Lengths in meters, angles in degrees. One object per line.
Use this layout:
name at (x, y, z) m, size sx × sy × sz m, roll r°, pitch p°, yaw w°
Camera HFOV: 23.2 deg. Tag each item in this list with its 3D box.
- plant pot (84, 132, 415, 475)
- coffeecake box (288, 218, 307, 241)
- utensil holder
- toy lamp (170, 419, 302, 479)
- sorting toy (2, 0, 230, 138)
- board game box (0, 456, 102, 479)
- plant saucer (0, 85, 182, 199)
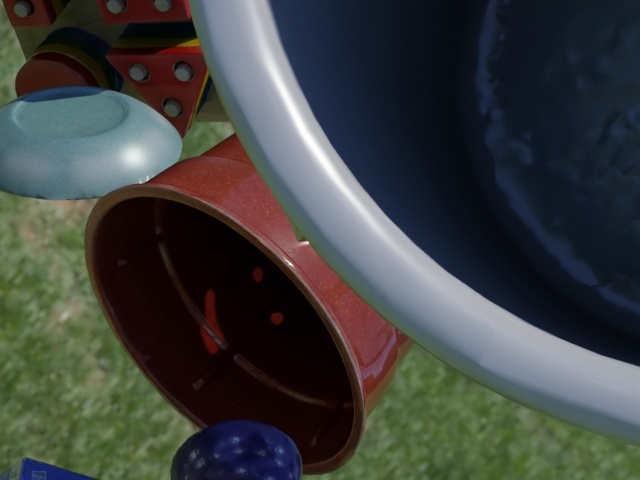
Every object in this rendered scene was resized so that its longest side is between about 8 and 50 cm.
plant pot at (0.000, 0.000, 1.253) m, size 0.272 × 0.272 × 0.265 m, roll 44°, pitch 54°, yaw 4°
coffeecake box at (0.021, -0.096, 0.962) m, size 0.142 × 0.068 × 0.185 m, roll -3°, pitch 60°, yaw -42°
utensil holder at (0.163, -0.095, 0.576) m, size 0.327 × 0.327 × 0.385 m, roll 46°, pitch 8°, yaw 12°
toy lamp at (-0.035, 0.198, 0.712) m, size 0.080 × 0.080 × 0.274 m, roll 37°, pitch 22°, yaw -25°
sorting toy at (-0.196, -0.206, 1.481) m, size 0.089 × 0.257 × 0.255 m, roll -64°, pitch 147°, yaw -47°
board game box at (-0.144, 0.298, 1.337) m, size 0.347 × 0.233 × 0.078 m, roll 22°, pitch 59°, yaw -24°
plant saucer at (-0.220, -0.098, 1.379) m, size 0.195 × 0.037 × 0.195 m, roll 2°, pitch 31°, yaw -1°
